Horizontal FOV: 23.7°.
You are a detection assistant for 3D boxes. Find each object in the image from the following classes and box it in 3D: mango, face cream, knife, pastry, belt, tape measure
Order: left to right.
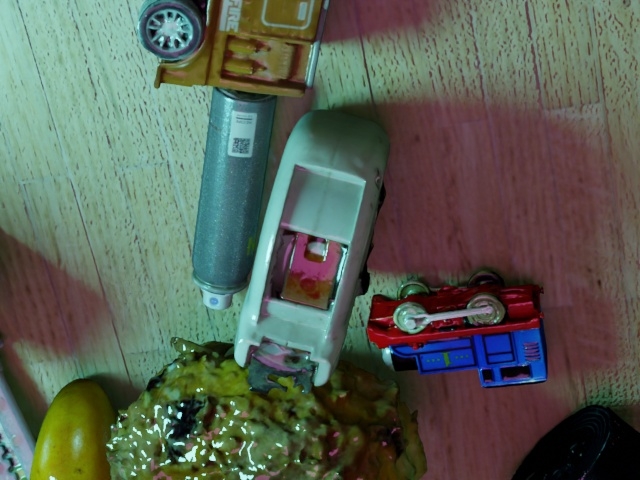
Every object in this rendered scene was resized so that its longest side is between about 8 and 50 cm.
[{"bbox_3d":[-0.388,0.283,1.935,0.132,0.038,0.398,-23,97,5],"label":"knife"},{"bbox_3d":[-0.299,0.267,1.875,0.112,0.219,0.145,-3,147,0],"label":"mango"},{"bbox_3d":[-0.103,-0.049,1.754,0.073,0.073,0.283,11,118,2],"label":"face cream"},{"bbox_3d":[-0.085,0.284,1.809,0.337,0.292,0.405,33,127,2],"label":"pastry"},{"bbox_3d":[0.000,0.000,1.660,0.130,0.258,0.265,16,119,2],"label":"tape measure"},{"bbox_3d":[0.302,0.290,1.831,0.078,0.151,0.198,38,124,-13],"label":"belt"}]

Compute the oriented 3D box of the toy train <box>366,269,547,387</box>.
[{"bbox_3d":[0.165,0.109,1.796,0.204,0.082,0.131,-7,118,12],"label":"toy train"}]

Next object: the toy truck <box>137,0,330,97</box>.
[{"bbox_3d":[-0.061,-0.345,1.544,0.207,0.173,0.387,10,121,-4],"label":"toy truck"}]
